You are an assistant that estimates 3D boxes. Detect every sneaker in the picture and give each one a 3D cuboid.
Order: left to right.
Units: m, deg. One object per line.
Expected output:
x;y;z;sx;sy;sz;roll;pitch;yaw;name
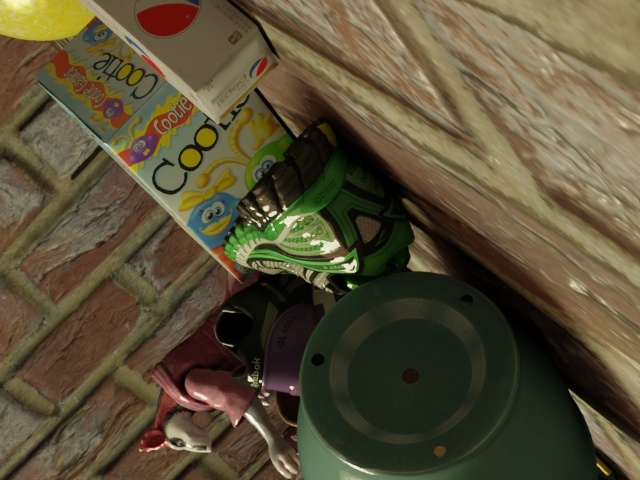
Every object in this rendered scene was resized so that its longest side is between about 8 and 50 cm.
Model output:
-0.052;0.065;1.537;0.124;0.107;0.283;3;-157;-10;sneaker
0.000;0.000;1.343;0.146;0.134;0.343;43;175;0;sneaker

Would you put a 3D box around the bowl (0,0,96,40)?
-0.371;-0.313;1.615;0.289;0.156;0.289;43;175;5;bowl

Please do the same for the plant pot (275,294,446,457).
0.103;0.171;1.694;0.230;0.215;0.215;34;180;-24;plant pot

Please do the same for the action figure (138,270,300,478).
-0.099;0.121;1.819;0.276;0.370;0.248;53;164;-21;action figure

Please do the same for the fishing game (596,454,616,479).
0.280;0.245;1.699;0.189;0.041;0.264;46;176;10;fishing game

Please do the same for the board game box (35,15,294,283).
-0.130;-0.105;1.464;0.144;0.142;0.275;41;174;39;board game box

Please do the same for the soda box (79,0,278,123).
-0.136;-0.192;1.174;0.216;0.074;0.069;42;175;23;soda box

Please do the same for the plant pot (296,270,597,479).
0.095;0.163;1.273;0.271;0.271;0.255;41;169;30;plant pot

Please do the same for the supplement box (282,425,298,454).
0.056;0.196;1.918;0.073;0.239;0.130;44;175;2;supplement box
